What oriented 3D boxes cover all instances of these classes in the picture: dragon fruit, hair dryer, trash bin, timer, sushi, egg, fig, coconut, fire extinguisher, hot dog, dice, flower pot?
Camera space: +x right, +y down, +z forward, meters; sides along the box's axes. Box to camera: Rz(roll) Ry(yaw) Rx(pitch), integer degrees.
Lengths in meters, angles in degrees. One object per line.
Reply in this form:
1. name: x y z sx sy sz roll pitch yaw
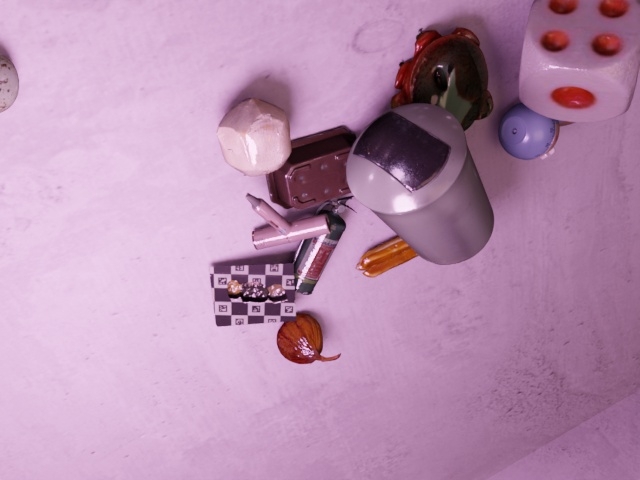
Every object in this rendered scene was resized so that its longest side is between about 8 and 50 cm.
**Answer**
1. dragon fruit: 0.303 -0.371 1.442 0.269 0.130 0.295 -4 120 -31
2. hair dryer: -0.092 -0.064 1.387 0.195 0.053 0.220 -13 147 8
3. trash bin: 0.253 -0.128 1.418 0.280 0.280 0.432 -45 143 4
4. timer: 0.607 -0.287 1.614 0.256 0.175 0.175 16 110 -28
5. sushi: -0.173 0.130 1.529 0.215 0.050 0.192 -3 121 -3
6. egg: -0.595 -0.284 1.062 0.085 0.085 0.110 17 91 -33
7. fig: -0.030 0.304 1.631 0.134 0.201 0.146 -33 135 -18
8. coconut: -0.144 -0.231 1.278 0.161 0.161 0.162 -23 125 -13
9. fire extinguisher: 0.000 0.000 1.525 0.118 0.093 0.294 17 110 -30
10. hot dog: 0.202 0.037 1.670 0.236 0.062 0.092 -21 126 -17
11. dice: 0.633 -0.452 1.422 0.243 0.259 0.251 52 51 -64
12. flower pot: -0.003 -0.163 1.433 0.251 0.084 0.178 -19 125 -15
